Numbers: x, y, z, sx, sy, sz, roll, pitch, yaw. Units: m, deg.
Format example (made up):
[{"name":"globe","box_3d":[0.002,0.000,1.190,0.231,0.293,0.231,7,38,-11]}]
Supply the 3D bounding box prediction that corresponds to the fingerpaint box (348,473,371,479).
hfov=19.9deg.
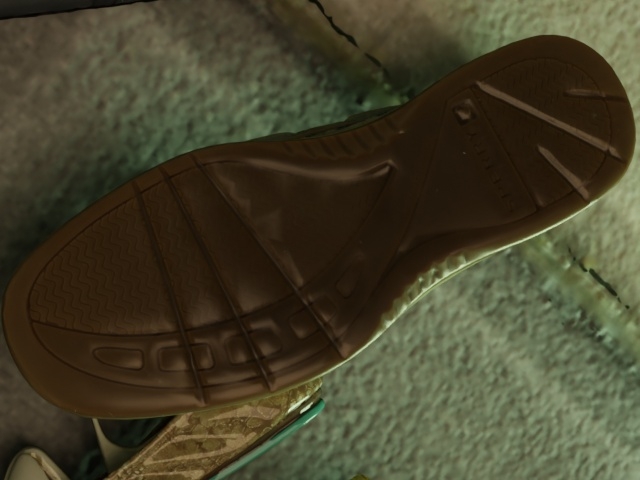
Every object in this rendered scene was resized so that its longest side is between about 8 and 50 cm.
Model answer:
[{"name":"fingerpaint box","box_3d":[-0.024,0.395,0.810,0.445,0.163,0.371,-39,108,-7]}]

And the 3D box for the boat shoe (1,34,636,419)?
[{"name":"boat shoe","box_3d":[0.000,0.000,0.774,0.285,0.089,0.104,-21,88,-18]}]

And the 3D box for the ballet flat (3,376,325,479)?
[{"name":"ballet flat","box_3d":[-0.094,0.103,0.792,0.206,0.073,0.067,-37,91,-14]}]

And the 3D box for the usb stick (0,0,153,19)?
[{"name":"usb stick","box_3d":[-0.037,-0.139,0.743,0.278,0.045,0.077,-10,110,-23]}]
